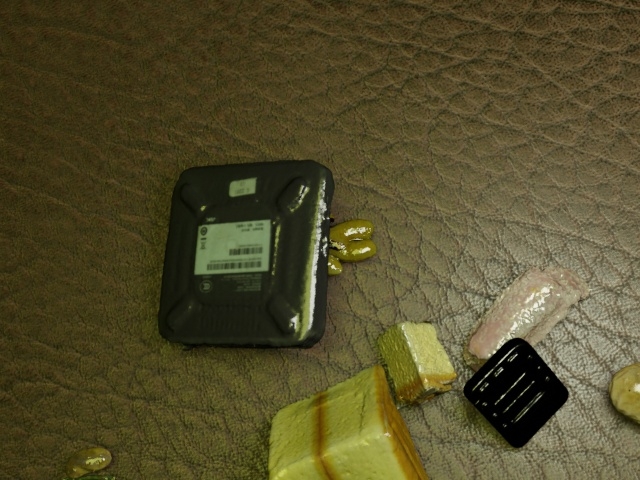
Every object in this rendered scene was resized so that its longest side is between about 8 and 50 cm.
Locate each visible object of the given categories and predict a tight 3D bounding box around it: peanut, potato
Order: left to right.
[{"bbox_3d":[-0.435,0.412,1.938,0.092,0.045,0.046,-20,106,5],"label":"potato"},{"bbox_3d":[0.622,0.271,1.815,0.236,0.110,0.120,3,57,0],"label":"peanut"}]

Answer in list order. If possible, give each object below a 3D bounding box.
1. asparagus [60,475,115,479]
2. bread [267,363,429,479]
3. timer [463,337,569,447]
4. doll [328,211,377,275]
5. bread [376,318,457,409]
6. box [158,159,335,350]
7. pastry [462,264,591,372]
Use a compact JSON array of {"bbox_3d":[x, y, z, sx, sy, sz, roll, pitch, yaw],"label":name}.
[{"bbox_3d":[-0.440,0.449,1.946,0.114,0.014,0.015,-5,61,6],"label":"asparagus"},{"bbox_3d":[0.086,0.459,1.853,0.233,0.245,0.361,-25,108,10],"label":"bread"},{"bbox_3d":[0.342,0.264,1.826,0.144,0.187,0.055,-45,33,-3],"label":"timer"},{"bbox_3d":[0.000,0.000,1.953,0.210,0.097,0.137,-10,71,-1],"label":"doll"},{"bbox_3d":[0.178,0.215,1.859,0.127,0.152,0.147,-18,76,-8],"label":"bread"},{"bbox_3d":[-0.142,0.028,1.907,0.359,0.091,0.350,-3,78,30],"label":"box"},{"bbox_3d":[0.365,0.133,1.871,0.265,0.112,0.103,-40,56,-6],"label":"pastry"}]
